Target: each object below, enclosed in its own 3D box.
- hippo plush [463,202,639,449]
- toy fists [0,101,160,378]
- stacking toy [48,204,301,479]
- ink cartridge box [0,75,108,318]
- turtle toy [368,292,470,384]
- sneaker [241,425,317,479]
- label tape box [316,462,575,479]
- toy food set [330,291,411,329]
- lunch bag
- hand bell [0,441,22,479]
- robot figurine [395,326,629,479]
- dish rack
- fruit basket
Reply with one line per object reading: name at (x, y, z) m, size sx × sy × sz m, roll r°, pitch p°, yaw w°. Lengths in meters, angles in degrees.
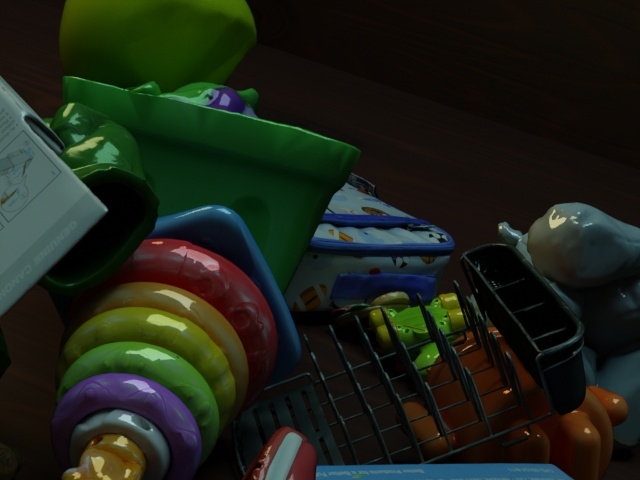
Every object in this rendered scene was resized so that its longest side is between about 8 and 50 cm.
hippo plush at (0.237, 0.040, 1.500) m, size 0.234 × 0.294 × 0.236 m, roll 42°, pitch -10°, yaw -27°
toy fists at (-0.245, 0.013, 1.111) m, size 0.096 × 0.279 × 0.142 m, roll 46°, pitch -1°, yaw -33°
stacking toy at (-0.127, 0.119, 1.064) m, size 0.175 × 0.166 × 0.302 m, roll -16°, pitch 24°, yaw 16°
ink cartridge box at (-0.283, 0.018, 1.030) m, size 0.239 × 0.275 × 0.060 m, roll 44°, pitch -2°, yaw 35°
turtle toy at (0.102, 0.103, 1.497) m, size 0.095 × 0.066 × 0.130 m, roll -12°, pitch 17°, yaw -3°
sneaker at (-0.007, 0.214, 0.832) m, size 0.128 × 0.087 × 0.221 m, roll 25°, pitch 51°, yaw -6°
label tape box at (0.139, 0.249, 0.887) m, size 0.241 × 0.106 × 0.334 m, roll 5°, pitch 17°, yaw -34°
toy food set at (0.052, 0.074, 1.575) m, size 0.082 × 0.020 × 0.083 m, roll -11°, pitch -13°, yaw 2°
lunch bag at (0.000, 0.000, 1.694) m, size 0.243 × 0.115 × 0.303 m, roll 28°, pitch 18°, yaw 38°
hand bell at (-0.236, 0.149, 0.938) m, size 0.126 × 0.126 × 0.242 m, roll 18°, pitch 2°, yaw 12°
robot figurine at (0.162, 0.148, 1.263) m, size 0.128 × 0.158 × 0.219 m, roll 50°, pitch 1°, yaw -22°
dish rack at (0.058, 0.109, 1.175) m, size 0.271 × 0.074 × 0.208 m, roll -21°, pitch 21°, yaw -3°
fruit basket at (-0.113, -0.113, 1.359) m, size 0.283 × 0.392 × 0.392 m, roll 14°, pitch 14°, yaw -5°
